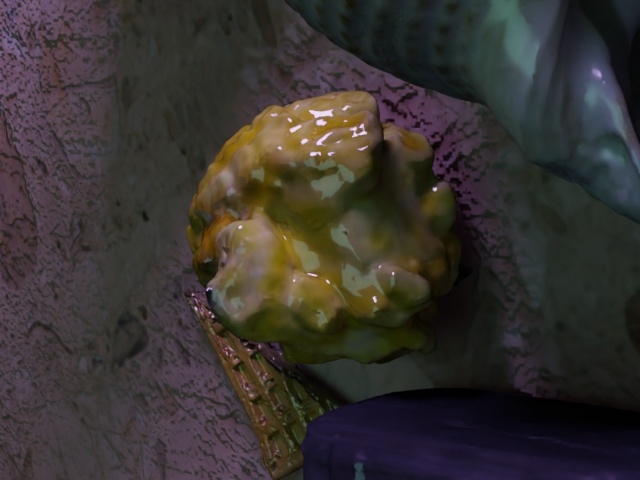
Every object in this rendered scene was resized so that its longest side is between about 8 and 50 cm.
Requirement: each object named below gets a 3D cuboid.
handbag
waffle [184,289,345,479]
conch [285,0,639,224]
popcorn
[{"bbox_3d":[0.113,0.179,0.638,0.254,0.181,0.181,2,95,42],"label":"handbag"},{"bbox_3d":[-0.032,0.082,0.845,0.097,0.023,0.152,-37,75,40],"label":"waffle"},{"bbox_3d":[0.122,-0.170,0.521,0.319,0.215,0.303,43,140,-15],"label":"conch"},{"bbox_3d":[0.008,0.000,0.724,0.173,0.142,0.173,-7,76,28],"label":"popcorn"}]
